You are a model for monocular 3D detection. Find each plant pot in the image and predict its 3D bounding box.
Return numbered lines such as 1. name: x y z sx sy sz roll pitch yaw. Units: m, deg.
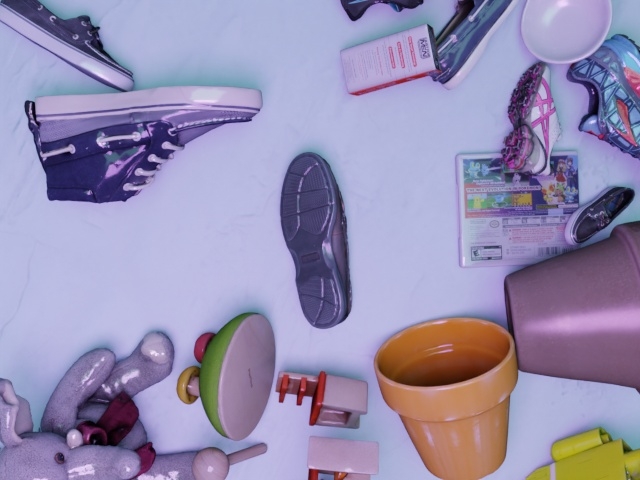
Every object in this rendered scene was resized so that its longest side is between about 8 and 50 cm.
1. plant pot: 0.400 0.109 1.006 0.229 0.263 0.263 -7 91 11
2. plant pot: 0.199 0.245 1.005 0.205 0.205 0.188 -16 107 -5

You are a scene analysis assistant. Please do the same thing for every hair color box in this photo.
1. hair color box: 0.106 -0.273 1.025 0.141 0.043 0.072 -10 92 25

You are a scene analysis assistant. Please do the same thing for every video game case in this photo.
1. video game case: 0.321 -0.051 1.091 0.201 0.023 0.183 -2 91 -5

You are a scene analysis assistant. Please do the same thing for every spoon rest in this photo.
1. spoon rest: 0.391 -0.413 1.056 0.137 0.084 0.276 5 86 29

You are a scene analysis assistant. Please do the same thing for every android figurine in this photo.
1. android figurine: 0.387 0.393 0.999 0.056 0.248 0.273 46 126 -14

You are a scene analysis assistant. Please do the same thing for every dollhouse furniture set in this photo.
1. dollhouse furniture set: -0.008 0.328 0.961 0.135 0.262 0.259 7 56 -4

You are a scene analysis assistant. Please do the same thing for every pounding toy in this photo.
1. pounding toy: -0.152 0.218 0.990 0.110 0.183 0.237 6 94 19

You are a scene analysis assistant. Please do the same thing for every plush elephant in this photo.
1. plush elephant: -0.325 0.295 0.910 0.330 0.255 0.272 -12 92 -5

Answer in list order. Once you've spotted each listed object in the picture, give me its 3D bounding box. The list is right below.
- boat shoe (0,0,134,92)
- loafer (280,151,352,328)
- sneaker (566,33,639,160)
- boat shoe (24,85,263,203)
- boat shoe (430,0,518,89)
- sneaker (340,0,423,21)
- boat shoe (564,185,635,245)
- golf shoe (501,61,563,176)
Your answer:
1. boat shoe: -0.367 -0.303 0.996 0.228 0.080 0.076 31 89 2
2. loafer: 0.000 0.000 1.042 0.096 0.084 0.267 -7 87 25
3. sneaker: 0.480 -0.188 1.082 0.125 0.104 0.262 -25 87 9
4. boat shoe: -0.250 -0.139 0.993 0.340 0.127 0.158 -4 97 2
5. boat shoe: 0.240 -0.360 1.048 0.079 0.095 0.254 31 96 -16
6. sneaker: 0.150 -0.418 1.046 0.267 0.101 0.106 -12 105 1
7. boat shoe: 0.448 -0.043 1.079 0.142 0.040 0.049 -40 105 -18
8. golf shoe: 0.343 -0.190 1.068 0.086 0.067 0.186 16 79 -17
